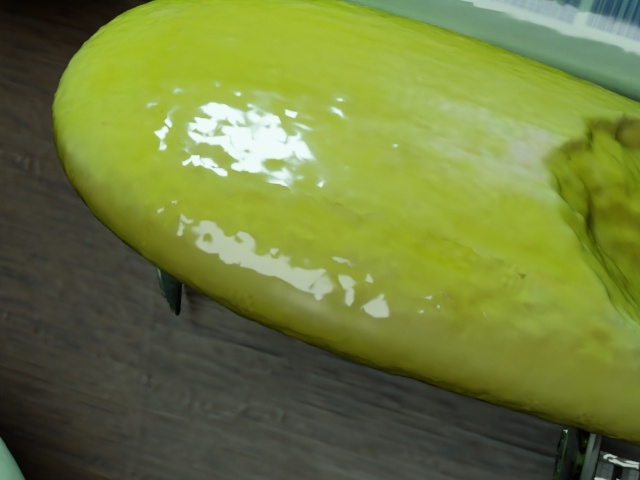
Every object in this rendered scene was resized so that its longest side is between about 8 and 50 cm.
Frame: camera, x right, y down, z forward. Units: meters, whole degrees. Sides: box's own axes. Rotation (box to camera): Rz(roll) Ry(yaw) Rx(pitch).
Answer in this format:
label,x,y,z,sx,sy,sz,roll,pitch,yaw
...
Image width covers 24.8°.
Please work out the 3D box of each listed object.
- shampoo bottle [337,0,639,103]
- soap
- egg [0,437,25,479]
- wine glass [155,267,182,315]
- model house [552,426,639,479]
label,x,y,z,sx,sy,sz,roll,pitch,yaw
shampoo bottle,0.111,-0.175,0.907,0.359,0.078,0.134,20,73,13
soap,0.073,-0.026,0.763,0.427,0.306,0.115,18,126,-4
egg,-0.288,0.203,0.803,0.283,0.283,0.345,-17,72,6
wine glass,0.000,0.000,0.900,0.198,0.066,0.066,-10,79,7
model house,0.170,0.248,0.757,0.154,0.207,0.294,14,84,9
